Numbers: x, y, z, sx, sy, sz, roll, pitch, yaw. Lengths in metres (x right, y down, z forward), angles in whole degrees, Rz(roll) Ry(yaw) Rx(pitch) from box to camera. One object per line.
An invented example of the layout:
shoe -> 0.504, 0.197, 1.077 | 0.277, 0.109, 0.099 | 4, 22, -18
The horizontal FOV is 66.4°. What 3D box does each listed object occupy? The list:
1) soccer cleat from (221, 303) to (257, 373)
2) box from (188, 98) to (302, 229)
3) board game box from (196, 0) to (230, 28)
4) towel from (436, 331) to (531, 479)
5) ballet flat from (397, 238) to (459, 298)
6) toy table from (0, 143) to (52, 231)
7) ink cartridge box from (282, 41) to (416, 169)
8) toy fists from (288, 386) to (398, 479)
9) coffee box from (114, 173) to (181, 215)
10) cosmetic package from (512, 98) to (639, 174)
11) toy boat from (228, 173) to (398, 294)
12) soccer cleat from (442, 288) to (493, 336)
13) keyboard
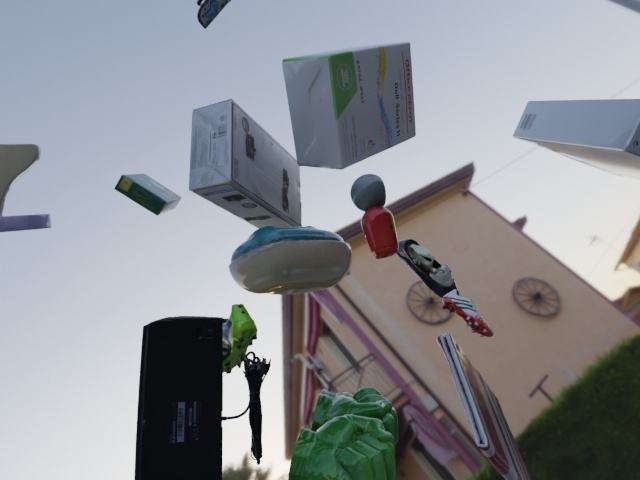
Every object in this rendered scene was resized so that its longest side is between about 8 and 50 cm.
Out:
soccer cleat -> -0.159, 0.178, 0.861 | 0.060, 0.072, 0.179 | -1, -38, -36
box -> -0.137, -0.131, 0.979 | 0.087, 0.169, 0.290 | -9, -17, 21
board game box -> -0.237, -0.620, 1.194 | 0.194, 0.194, 0.060 | -39, -61, 22
towel -> 0.320, 0.347, 0.935 | 0.037, 0.237, 0.329 | -28, -51, 16
ballet flat -> 0.271, 0.069, 1.201 | 0.074, 0.203, 0.074 | -46, -6, -6
toy table -> -0.633, -0.088, 0.857 | 0.275, 0.252, 0.160 | -5, -85, -28
ink cartridge box -> 0.093, -0.292, 1.009 | 0.353, 0.119, 0.207 | -32, -58, -44
toy fists -> 0.051, 0.305, 0.761 | 0.279, 0.142, 0.096 | -14, -68, -79
coffee box -> -0.397, -0.110, 1.141 | 0.040, 0.113, 0.184 | -56, 10, 4
cosmetic package -> 0.611, -0.190, 0.974 | 0.285, 0.377, 0.097 | 19, -78, -12
toy boat -> 0.000, 0.000, 0.910 | 0.318, 0.148, 0.268 | -25, -19, 33
soccer cleat -> 0.209, 0.100, 0.680 | 0.036, 0.083, 0.029 | -38, -30, -26
keyboard -> -0.174, 0.274, 0.747 | 0.202, 0.316, 0.033 | 4, -17, -20
